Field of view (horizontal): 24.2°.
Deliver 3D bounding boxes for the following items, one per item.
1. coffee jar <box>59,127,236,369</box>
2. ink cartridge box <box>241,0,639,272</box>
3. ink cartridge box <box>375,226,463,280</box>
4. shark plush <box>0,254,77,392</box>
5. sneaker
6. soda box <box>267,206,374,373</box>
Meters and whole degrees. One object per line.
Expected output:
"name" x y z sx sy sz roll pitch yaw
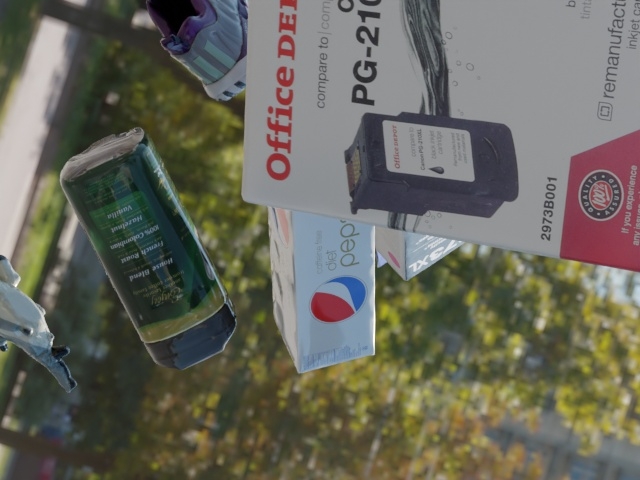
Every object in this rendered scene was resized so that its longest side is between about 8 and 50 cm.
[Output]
"coffee jar" -0.134 0.009 1.184 0.096 0.079 0.184 -112 176 -74
"ink cartridge box" 0.083 -0.093 0.804 0.100 0.237 0.171 -45 141 -62
"ink cartridge box" 0.133 -0.062 1.399 0.176 0.069 0.371 -34 164 -8
"shark plush" -0.297 0.082 1.452 0.067 0.161 0.073 -39 -157 32
"sneaker" -0.111 -0.224 1.292 0.083 0.098 0.223 -39 -136 20
"soda box" 0.000 0.000 1.183 0.074 0.069 0.216 -118 -160 -47
